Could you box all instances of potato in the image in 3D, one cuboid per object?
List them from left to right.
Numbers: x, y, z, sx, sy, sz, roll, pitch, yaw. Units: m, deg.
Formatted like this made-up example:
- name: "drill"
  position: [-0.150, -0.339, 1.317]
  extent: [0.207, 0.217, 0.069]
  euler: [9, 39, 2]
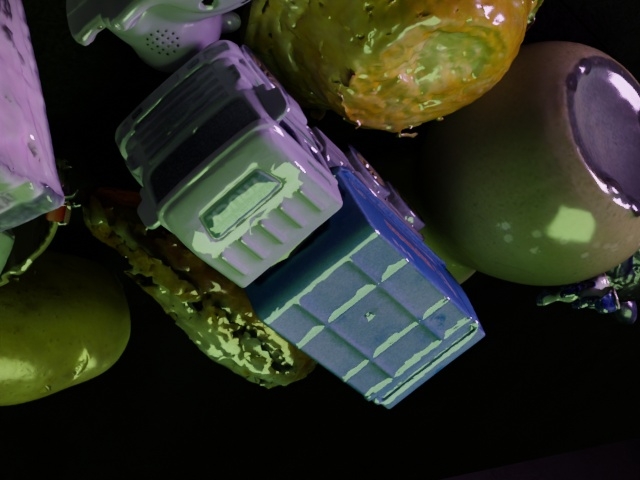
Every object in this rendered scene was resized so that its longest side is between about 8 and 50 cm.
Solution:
- name: "potato"
  position: [-0.351, 0.087, 1.080]
  extent: [0.300, 0.172, 0.140]
  euler: [2, 156, -31]

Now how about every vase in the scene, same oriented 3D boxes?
- name: "vase"
  position: [0.217, -0.072, 1.094]
  extent: [0.329, 0.240, 0.302]
  euler: [-29, -179, -44]

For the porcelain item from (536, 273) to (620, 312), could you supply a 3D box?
- name: "porcelain item"
  position: [0.257, 0.052, 1.050]
  extent: [0.075, 0.021, 0.136]
  euler: [-19, -168, 10]

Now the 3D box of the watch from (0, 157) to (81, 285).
- name: "watch"
  position: [-0.305, -0.049, 0.930]
  extent: [0.165, 0.102, 0.268]
  euler: [24, 132, -39]

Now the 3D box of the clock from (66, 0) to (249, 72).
- name: "clock"
  position: [-0.094, -0.193, 0.779]
  extent: [0.176, 0.080, 0.117]
  euler: [-31, 151, 29]

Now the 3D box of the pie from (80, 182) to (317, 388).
- name: "pie"
  position: [-0.110, 0.037, 0.996]
  extent: [0.085, 0.308, 0.308]
  euler: [-48, 149, 5]

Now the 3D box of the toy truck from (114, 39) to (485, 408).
- name: "toy truck"
  position: [0.000, 0.000, 0.872]
  extent: [0.146, 0.175, 0.367]
  euler: [-41, 132, 10]

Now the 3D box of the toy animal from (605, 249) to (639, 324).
- name: "toy animal"
  position: [0.364, -0.007, 1.307]
  extent: [0.122, 0.185, 0.298]
  euler: [-15, 155, -1]

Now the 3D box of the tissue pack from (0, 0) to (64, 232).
- name: "tissue pack"
  position: [-0.363, -0.087, 0.588]
  extent: [0.394, 0.287, 0.124]
  euler: [-21, 161, 9]

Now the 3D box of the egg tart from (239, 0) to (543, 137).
- name: "egg tart"
  position: [0.076, -0.179, 0.871]
  extent: [0.295, 0.116, 0.294]
  euler: [-12, 152, -7]

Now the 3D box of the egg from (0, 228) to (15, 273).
- name: "egg"
  position: [-0.398, 0.000, 0.774]
  extent: [0.271, 0.206, 0.162]
  euler: [11, 167, 10]
